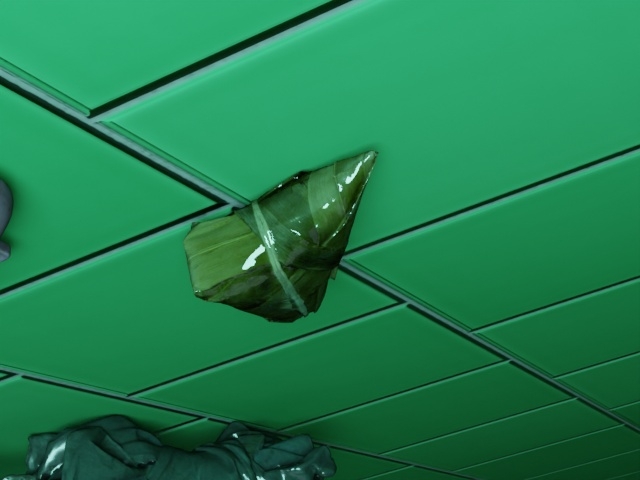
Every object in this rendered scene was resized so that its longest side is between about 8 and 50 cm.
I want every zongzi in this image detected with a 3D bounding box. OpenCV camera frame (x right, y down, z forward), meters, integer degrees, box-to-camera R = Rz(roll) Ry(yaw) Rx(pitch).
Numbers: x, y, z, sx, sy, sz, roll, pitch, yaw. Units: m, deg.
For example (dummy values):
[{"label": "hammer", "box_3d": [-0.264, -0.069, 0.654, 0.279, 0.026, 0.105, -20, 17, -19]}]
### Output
[{"label": "zongzi", "box_3d": [0.000, 0.000, 0.608, 0.119, 0.055, 0.109, -30, 156, 15]}]

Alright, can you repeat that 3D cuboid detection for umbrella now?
[{"label": "umbrella", "box_3d": [-0.153, 0.195, 0.948, 0.348, 0.094, 0.143, 5, 160, -31]}]

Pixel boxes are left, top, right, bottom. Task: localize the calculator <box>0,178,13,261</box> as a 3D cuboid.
[{"label": "calculator", "box_3d": [-0.278, 0.008, 0.490, 0.294, 0.043, 0.194, 2, 154, -34]}]
